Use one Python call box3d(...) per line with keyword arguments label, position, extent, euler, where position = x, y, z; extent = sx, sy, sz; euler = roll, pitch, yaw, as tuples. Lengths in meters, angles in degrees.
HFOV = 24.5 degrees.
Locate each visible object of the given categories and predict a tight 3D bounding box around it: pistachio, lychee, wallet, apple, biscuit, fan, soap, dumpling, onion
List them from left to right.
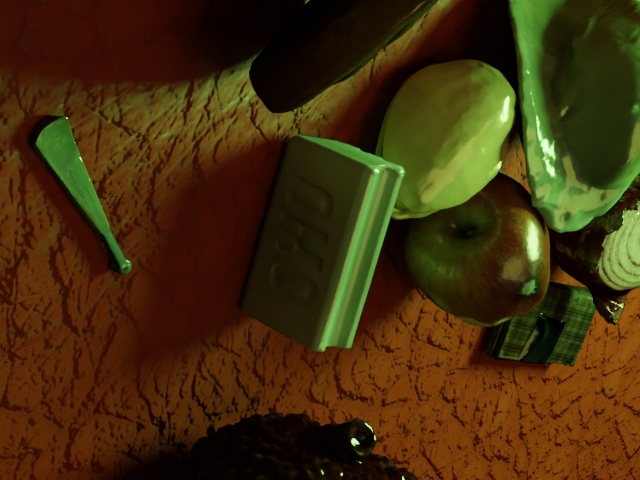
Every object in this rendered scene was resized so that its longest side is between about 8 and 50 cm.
box3d(label="fan", position=(-0.209, -0.035, 1.308), extent=(0.038, 0.016, 0.193), euler=(-44, 139, -22))
box3d(label="lychee", position=(-0.031, 0.321, 1.499), extent=(0.306, 0.306, 0.330), euler=(10, 107, -54))
box3d(label="soap", position=(0.000, 0.000, 1.506), extent=(0.066, 0.119, 0.198), euler=(0, 110, -52))
box3d(label="biscuit", position=(0.082, -0.252, 1.346), extent=(0.367, 0.314, 0.063), euler=(-42, 102, 5))
box3d(label="pistachio", position=(0.129, -0.114, 1.616), extent=(0.200, 0.117, 0.145), euler=(-46, 103, -13))
box3d(label="apple", position=(0.186, 0.014, 1.712), extent=(0.199, 0.199, 0.199), euler=(-30, 132, -39))
box3d(label="wallet", position=(0.311, 0.114, 2.041), extent=(0.230, 0.042, 0.124), euler=(10, 100, -56))
box3d(label="dumpling", position=(0.330, -0.186, 1.734), extent=(0.321, 0.211, 0.270), euler=(-86, 170, -63))
box3d(label="onion", position=(0.391, 0.009, 1.997), extent=(0.195, 0.140, 0.218), euler=(-24, 128, -38))
